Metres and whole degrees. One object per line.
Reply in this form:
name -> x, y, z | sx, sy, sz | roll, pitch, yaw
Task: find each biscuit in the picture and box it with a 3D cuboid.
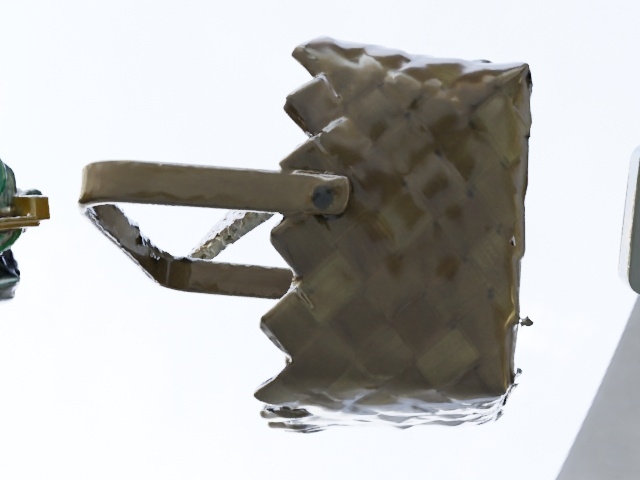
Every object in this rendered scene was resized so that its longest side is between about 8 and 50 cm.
biscuit -> -0.038, -0.055, 1.128 | 0.026, 0.131, 0.237 | 48, -52, -10

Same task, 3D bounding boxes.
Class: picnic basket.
picnic basket -> 0.000, 0.000, 0.852 | 0.321, 0.254, 0.291 | 3, -105, 9

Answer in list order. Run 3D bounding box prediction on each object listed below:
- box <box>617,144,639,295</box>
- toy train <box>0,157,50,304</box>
box -> 0.287, -0.018, 0.899 | 0.091, 0.031, 0.126 | 1, -81, -12
toy train -> -0.279, 0.006, 0.739 | 0.091, 0.228, 0.136 | -3, -87, 40
